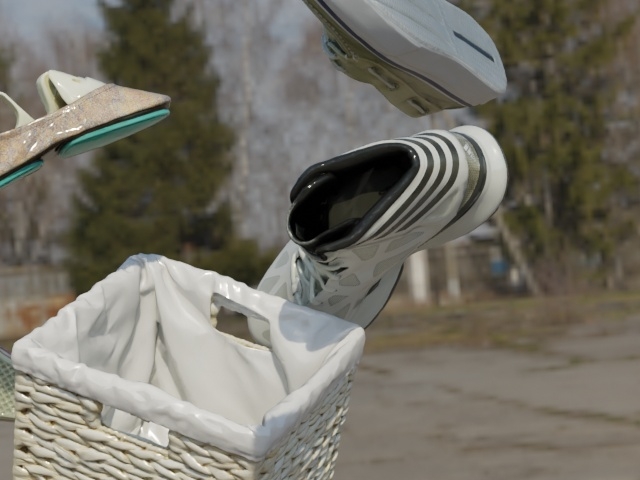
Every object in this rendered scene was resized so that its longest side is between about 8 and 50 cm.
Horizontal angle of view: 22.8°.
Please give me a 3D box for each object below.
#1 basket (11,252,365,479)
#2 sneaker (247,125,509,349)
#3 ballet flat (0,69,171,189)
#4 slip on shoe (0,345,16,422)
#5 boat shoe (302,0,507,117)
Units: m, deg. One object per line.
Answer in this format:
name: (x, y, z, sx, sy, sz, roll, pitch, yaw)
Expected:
basket: (-0.162, 0.221, 1.921, 0.328, 0.266, 0.331, 18, 27, 17)
sneaker: (0.000, -0.001, 1.976, 0.257, 0.169, 0.447, 1, -35, -48)
ballet flat: (-0.322, -0.132, 1.816, 0.316, 0.106, 0.107, -27, 1, -24)
slip on shoe: (-0.483, 0.214, 2.402, 0.331, 0.123, 0.101, 17, -5, -2)
boat shoe: (0.052, -0.166, 1.302, 0.094, 0.109, 0.302, -28, -30, 23)
